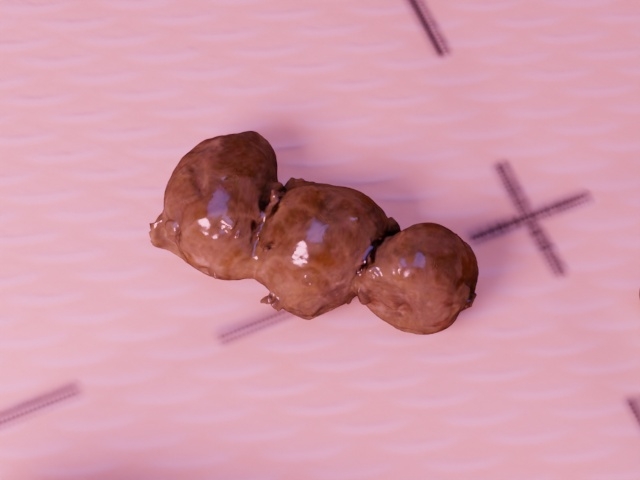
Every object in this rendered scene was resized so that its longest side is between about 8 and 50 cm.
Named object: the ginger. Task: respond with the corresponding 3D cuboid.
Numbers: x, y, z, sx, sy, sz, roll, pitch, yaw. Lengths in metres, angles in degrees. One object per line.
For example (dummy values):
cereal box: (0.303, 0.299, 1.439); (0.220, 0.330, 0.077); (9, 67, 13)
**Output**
ginger: (0.000, 0.000, 1.045); (0.204, 0.080, 0.104); (24, 62, 7)
